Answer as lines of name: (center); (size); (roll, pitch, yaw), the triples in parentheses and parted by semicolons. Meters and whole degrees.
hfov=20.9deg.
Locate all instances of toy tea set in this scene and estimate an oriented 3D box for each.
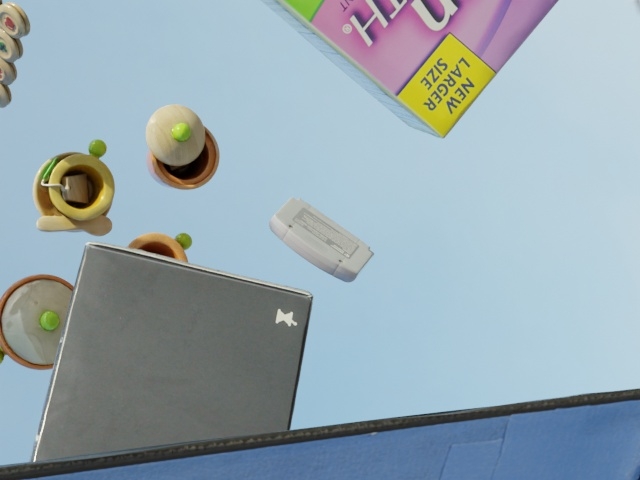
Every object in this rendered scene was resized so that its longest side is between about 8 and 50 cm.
toy tea set: (-0.212, 0.010, 1.773); (0.124, 0.200, 0.336); (166, 121, -70)

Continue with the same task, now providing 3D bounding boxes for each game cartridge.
game cartridge: (0.000, 0.000, 1.397); (0.083, 0.017, 0.056); (35, -153, 4)

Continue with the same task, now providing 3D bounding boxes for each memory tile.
memory tile: (-0.340, -0.204, 1.712); (0.113, 0.148, 0.012); (41, -127, 10)

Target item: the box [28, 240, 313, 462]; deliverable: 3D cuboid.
box: (-0.143, 0.228, 1.319); (0.312, 0.178, 0.343); (116, 165, -61)

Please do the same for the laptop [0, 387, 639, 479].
laptop: (0.066, 0.252, 0.487); (0.236, 0.408, 0.382); (-37, -31, -47)

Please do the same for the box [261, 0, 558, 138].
box: (0.046, -0.224, 1.098); (0.243, 0.213, 0.117); (40, -179, -11)
